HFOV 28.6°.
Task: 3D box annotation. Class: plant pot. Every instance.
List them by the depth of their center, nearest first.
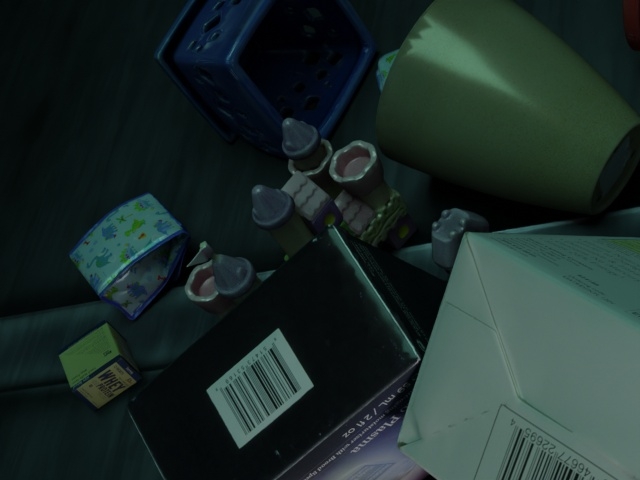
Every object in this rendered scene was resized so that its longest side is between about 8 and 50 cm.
[{"bbox_3d":[0.252,-0.150,1.555,0.274,0.256,0.256,33,75,26],"label":"plant pot"},{"bbox_3d":[-0.092,-0.276,1.842,0.212,0.236,0.236,10,62,41],"label":"plant pot"}]

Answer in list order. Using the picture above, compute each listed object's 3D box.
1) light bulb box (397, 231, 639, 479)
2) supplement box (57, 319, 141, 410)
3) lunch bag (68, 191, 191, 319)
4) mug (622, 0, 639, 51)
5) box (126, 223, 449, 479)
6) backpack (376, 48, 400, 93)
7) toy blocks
[{"bbox_3d":[0.333,0.159,1.127,0.358,0.361,0.225,33,112,43],"label":"light bulb box"},{"bbox_3d":[-0.304,0.172,1.728,0.083,0.056,0.083,-35,45,1],"label":"supplement box"},{"bbox_3d":[-0.266,0.015,1.802,0.151,0.096,0.129,-49,46,1],"label":"lunch bag"},{"bbox_3d":[0.437,-0.340,1.623,0.113,0.169,0.150,-14,49,20],"label":"mug"},{"bbox_3d":[0.018,0.168,1.322,0.296,0.294,0.183,-41,62,15],"label":"box"},{"bbox_3d":[0.140,-0.222,1.763,0.114,0.084,0.105,-19,50,12],"label":"backpack"},{"bbox_3d":[0.000,0.000,1.546,0.309,0.260,0.289,26,70,41],"label":"toy blocks"}]
